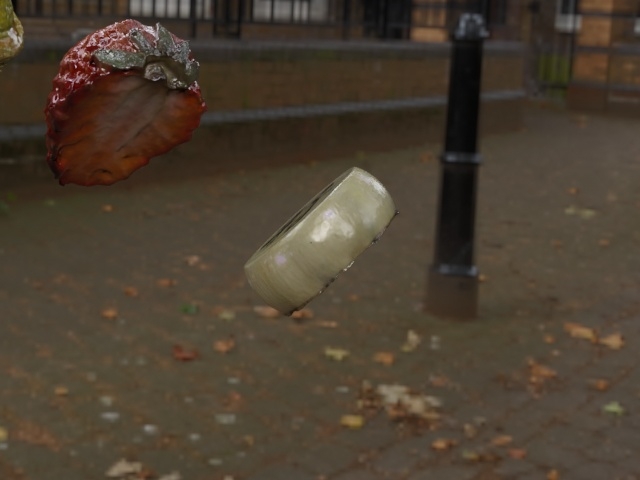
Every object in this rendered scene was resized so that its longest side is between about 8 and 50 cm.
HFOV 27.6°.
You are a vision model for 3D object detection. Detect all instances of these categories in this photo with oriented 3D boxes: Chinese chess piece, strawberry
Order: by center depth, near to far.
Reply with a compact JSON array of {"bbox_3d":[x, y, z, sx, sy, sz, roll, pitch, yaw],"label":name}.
[{"bbox_3d":[0.000,0.000,1.994,0.104,0.257,0.257,47,9,-5],"label":"Chinese chess piece"},{"bbox_3d":[-0.350,-0.231,2.176,0.265,0.336,0.149,5,50,-40],"label":"strawberry"}]

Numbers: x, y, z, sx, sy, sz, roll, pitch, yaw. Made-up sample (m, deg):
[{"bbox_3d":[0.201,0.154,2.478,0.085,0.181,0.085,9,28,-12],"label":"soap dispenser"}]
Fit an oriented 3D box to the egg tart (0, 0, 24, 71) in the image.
[{"bbox_3d":[-0.551,-0.359,1.890,0.288,0.118,0.288,23,27,-12],"label":"egg tart"}]
